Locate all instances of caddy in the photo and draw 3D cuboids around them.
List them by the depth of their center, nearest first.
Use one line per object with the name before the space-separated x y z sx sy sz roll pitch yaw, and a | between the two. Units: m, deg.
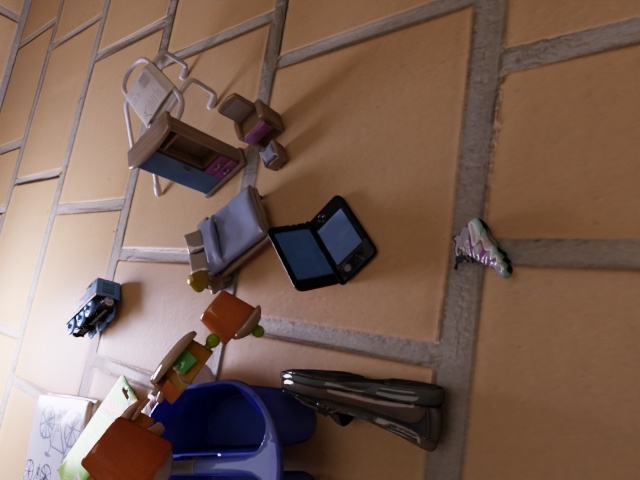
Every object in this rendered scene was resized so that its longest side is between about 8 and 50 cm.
caddy | -0.162 0.350 0.785 0.341 0.179 0.241 -20 65 35

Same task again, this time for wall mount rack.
wall mount rack | -0.410 -0.302 1.248 0.304 0.130 0.350 -52 50 11

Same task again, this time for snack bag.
snack bag | -0.665 0.565 1.246 0.323 0.037 0.342 -11 69 39

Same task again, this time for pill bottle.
pill bottle | -0.280 0.304 0.963 0.152 0.086 0.086 -42 53 23

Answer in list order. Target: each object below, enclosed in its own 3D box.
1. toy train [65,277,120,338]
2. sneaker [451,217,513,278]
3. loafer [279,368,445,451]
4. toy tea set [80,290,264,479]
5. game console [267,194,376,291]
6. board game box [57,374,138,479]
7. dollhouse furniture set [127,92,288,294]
toy train | -0.586 0.179 1.276 0.184 0.080 0.105 -38 46 29
sneaker | 0.209 0.024 0.666 0.069 0.038 0.098 -41 44 26
loafer | 0.045 0.235 0.704 0.267 0.096 0.084 -4 79 38
toy tea set | -0.196 0.232 0.727 0.124 0.200 0.336 39 89 -4
game console | 0.000 0.000 0.818 0.124 0.085 0.144 -46 52 21
board game box | -0.485 0.438 1.098 0.124 0.039 0.259 29 87 49
dollhouse furniture set | -0.205 -0.091 0.948 0.286 0.198 0.303 -36 56 27
